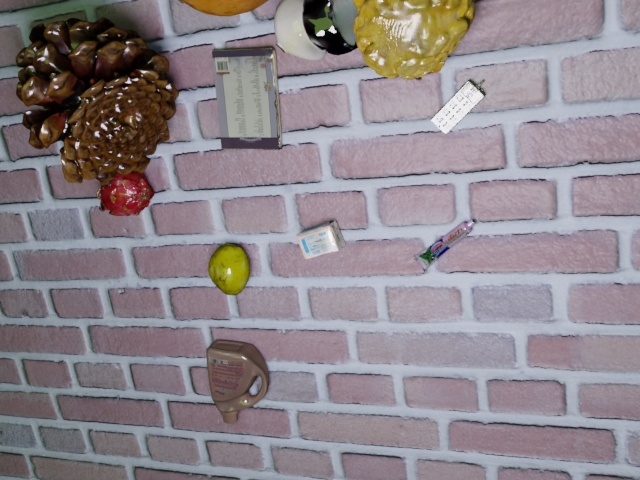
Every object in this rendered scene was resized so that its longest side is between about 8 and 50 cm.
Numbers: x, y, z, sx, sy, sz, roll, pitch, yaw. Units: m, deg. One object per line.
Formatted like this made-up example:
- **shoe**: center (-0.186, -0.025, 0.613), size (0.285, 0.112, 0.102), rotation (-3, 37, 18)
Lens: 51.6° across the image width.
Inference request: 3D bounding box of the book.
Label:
- **book**: center (-0.168, -0.326, 1.539), size (0.158, 0.026, 0.231), rotation (5, 110, 22)

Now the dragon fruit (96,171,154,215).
- **dragon fruit**: center (-0.500, -0.125, 1.685), size (0.166, 0.136, 0.133), rotation (-17, 70, 52)

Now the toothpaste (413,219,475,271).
- **toothpaste**: center (0.280, 0.007, 1.485), size (0.170, 0.028, 0.045), rotation (-42, 84, 31)

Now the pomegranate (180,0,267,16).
- **pomegranate**: center (-0.187, -0.646, 1.253), size (0.410, 0.410, 0.409), rotation (7, 111, 19)

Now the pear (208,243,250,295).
- **pear**: center (-0.228, 0.073, 1.660), size (0.107, 0.107, 0.131), rotation (11, 105, 17)

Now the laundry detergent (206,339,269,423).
- **laundry detergent**: center (-0.218, 0.391, 1.787), size (0.171, 0.076, 0.237), rotation (4, 110, 20)

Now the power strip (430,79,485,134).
- **power strip**: center (0.290, -0.282, 1.381), size (0.051, 0.019, 0.136), rotation (46, 118, 2)

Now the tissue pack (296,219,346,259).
- **tissue pack**: center (0.000, 0.000, 1.571), size (0.095, 0.059, 0.074), rotation (-16, 101, 25)

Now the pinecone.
- **pinecone**: center (-0.533, -0.340, 1.506), size (0.385, 0.384, 0.384), rotation (7, 111, 19)

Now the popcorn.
- **popcorn**: center (0.170, -0.432, 1.283), size (0.250, 0.190, 0.250), rotation (3, 121, 5)

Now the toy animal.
- **toy animal**: center (-0.008, -0.462, 1.373), size (0.179, 0.138, 0.165), rotation (-5, 87, 31)
